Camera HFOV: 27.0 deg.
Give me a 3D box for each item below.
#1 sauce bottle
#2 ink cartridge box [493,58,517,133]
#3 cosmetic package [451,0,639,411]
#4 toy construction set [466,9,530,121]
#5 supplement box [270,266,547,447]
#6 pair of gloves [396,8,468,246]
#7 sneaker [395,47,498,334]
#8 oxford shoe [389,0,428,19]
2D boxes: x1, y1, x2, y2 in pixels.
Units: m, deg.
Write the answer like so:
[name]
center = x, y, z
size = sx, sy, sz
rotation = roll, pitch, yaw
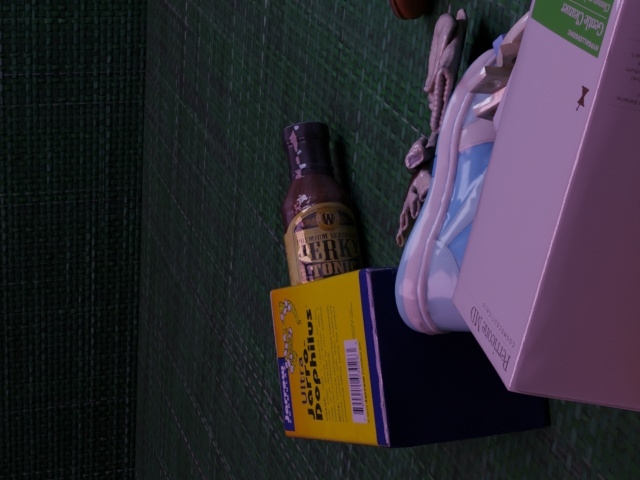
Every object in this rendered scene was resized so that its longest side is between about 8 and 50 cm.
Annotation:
[sauce bottle]
center = 0.000, 0.000, 1.922
size = 0.111, 0.111, 0.344
rotation = 140, 122, -66
[ink cartridge box]
center = 0.233, -0.126, 1.231
size = 0.088, 0.122, 0.052
rotation = 105, 153, -43
[cosmetic package]
center = 0.239, -0.069, 1.067
size = 0.197, 0.155, 0.365
rotation = -117, 39, -69
[toy construction set]
center = 0.173, -0.283, 1.272
size = 0.215, 0.151, 0.327
rotation = -22, 81, 24
[supplement box]
center = 0.090, 0.132, 1.575
size = 0.356, 0.194, 0.195
rotation = 162, 102, -70
[pair of gloves]
center = 0.127, -0.134, 1.507
size = 0.204, 0.042, 0.240
rotation = -71, -9, -53
[sneaker]
center = 0.216, -0.044, 1.337
size = 0.208, 0.127, 0.319
rotation = 8, 75, 38
[oxford shoe]
center = 0.128, -0.334, 1.573
size = 0.076, 0.076, 0.212
rotation = 31, 148, 17
